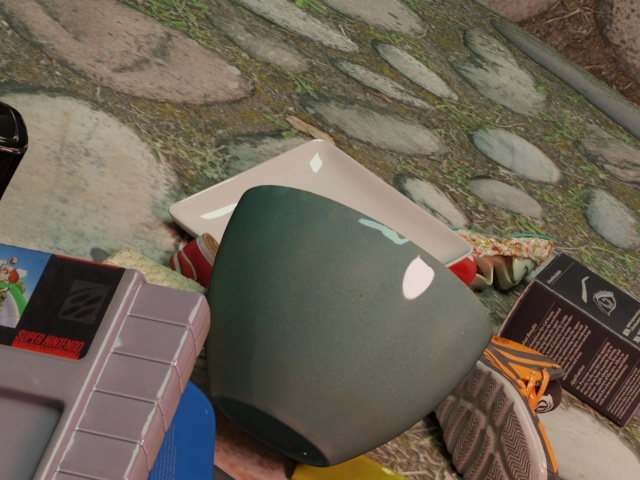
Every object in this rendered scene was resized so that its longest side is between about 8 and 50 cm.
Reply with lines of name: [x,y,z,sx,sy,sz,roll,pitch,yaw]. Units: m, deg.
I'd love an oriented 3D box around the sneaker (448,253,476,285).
sneaker: [0.105,0.056,2.097,0.221,0.087,0.128,7,38,-18]

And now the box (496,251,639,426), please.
box: [0.357,0.127,2.176,0.207,0.108,0.153,34,24,13]

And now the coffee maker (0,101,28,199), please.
coffee maker: [-0.358,-0.053,1.647,0.171,0.178,0.120,3,35,-45]

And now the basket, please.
basket: [-0.186,0.081,1.616,0.113,0.103,0.167,27,9,0]

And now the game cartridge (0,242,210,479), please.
game cartridge: [-0.286,0.099,1.293,0.355,0.068,0.230,10,56,13]

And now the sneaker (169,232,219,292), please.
sneaker: [-0.124,0.054,1.879,0.118,0.067,0.042,57,17,-12]

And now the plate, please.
plate: [0.000,0.000,2.018,0.277,0.045,0.278,37,45,28]

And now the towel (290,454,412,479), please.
towel: [0.085,0.271,1.688,0.237,0.021,0.102,28,23,-1]

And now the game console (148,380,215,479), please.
game console: [-0.225,0.213,1.333,0.250,0.173,0.293,47,33,-41]

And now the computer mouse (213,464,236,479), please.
computer mouse: [-0.099,0.240,1.478,0.272,0.072,0.188,24,25,-12]

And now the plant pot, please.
plant pot: [-0.003,0.107,1.636,0.290,0.195,0.290,28,-19,11]

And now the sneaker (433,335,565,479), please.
sneaker: [0.223,0.188,1.880,0.180,0.124,0.321,12,28,-32]

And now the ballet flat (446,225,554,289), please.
ballet flat: [0.234,0.031,2.294,0.241,0.091,0.077,4,64,-37]
